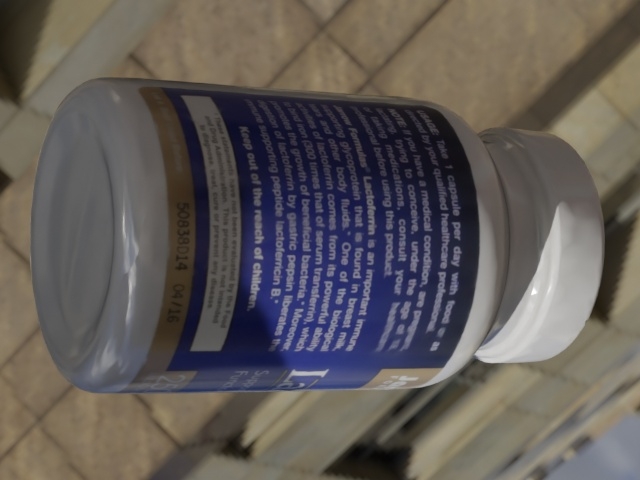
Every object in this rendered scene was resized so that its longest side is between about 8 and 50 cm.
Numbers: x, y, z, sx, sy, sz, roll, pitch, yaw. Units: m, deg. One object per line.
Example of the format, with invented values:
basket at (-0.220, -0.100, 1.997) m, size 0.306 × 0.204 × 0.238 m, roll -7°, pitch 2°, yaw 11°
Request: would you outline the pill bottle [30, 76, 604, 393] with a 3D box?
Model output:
pill bottle at (0.000, 0.000, 0.905) m, size 0.265 × 0.153 × 0.153 m, roll 1°, pitch -139°, yaw -26°
